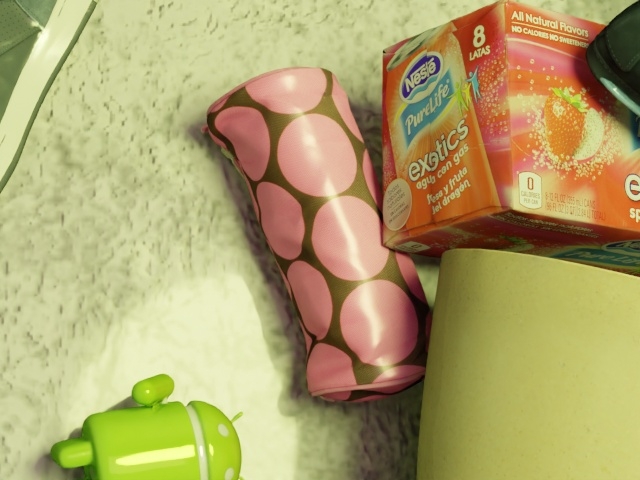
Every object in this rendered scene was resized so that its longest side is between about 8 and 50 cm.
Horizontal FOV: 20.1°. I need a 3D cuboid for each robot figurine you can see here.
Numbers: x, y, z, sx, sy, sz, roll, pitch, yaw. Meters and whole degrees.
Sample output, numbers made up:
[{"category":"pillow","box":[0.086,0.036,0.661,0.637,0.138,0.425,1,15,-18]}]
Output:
[{"category":"robot figurine","box":[-0.099,0.130,1.065,0.115,0.067,0.101,-6,89,-17]}]

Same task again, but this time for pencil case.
[{"category":"pencil case","box":[0.000,0.000,1.111,0.095,0.098,0.209,-6,75,-62]}]

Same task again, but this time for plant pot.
[{"category":"plant pot","box":[0.155,0.172,1.014,0.256,0.256,0.274,17,84,-11]}]

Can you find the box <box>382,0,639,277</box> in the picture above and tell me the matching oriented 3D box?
[{"category":"box","box":[0.171,-0.050,1.108,0.257,0.122,0.128,9,74,-35]}]

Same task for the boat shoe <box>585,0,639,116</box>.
[{"category":"boat shoe","box":[0.258,-0.064,1.046,0.258,0.089,0.109,41,50,-24]}]

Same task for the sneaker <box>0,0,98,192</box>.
[{"category":"sneaker","box":[-0.243,-0.101,1.061,0.163,0.086,0.226,30,62,-18]}]
